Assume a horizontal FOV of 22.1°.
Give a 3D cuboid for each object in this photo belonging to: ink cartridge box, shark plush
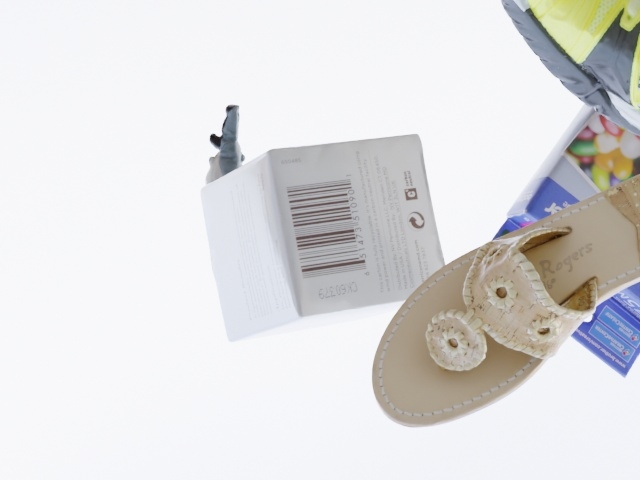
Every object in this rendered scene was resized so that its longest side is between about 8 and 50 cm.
[{"bbox_3d":[0.302,-0.050,1.486,0.311,0.186,0.065,-53,-171,-9],"label":"ink cartridge box"},{"bbox_3d":[-0.078,-0.055,1.589,0.067,0.161,0.073,-9,-168,-9],"label":"shark plush"}]

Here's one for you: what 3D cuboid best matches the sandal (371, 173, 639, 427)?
[{"bbox_3d":[0.128,0.017,0.939,0.240,0.079,0.088,-30,-113,-3],"label":"sandal"}]

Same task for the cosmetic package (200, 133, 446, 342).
[{"bbox_3d":[0.000,0.000,1.482,0.151,0.151,0.184,-8,175,-24],"label":"cosmetic package"}]

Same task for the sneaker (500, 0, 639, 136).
[{"bbox_3d":[0.282,-0.123,1.107,0.385,0.147,0.145,39,-115,-6],"label":"sneaker"}]
